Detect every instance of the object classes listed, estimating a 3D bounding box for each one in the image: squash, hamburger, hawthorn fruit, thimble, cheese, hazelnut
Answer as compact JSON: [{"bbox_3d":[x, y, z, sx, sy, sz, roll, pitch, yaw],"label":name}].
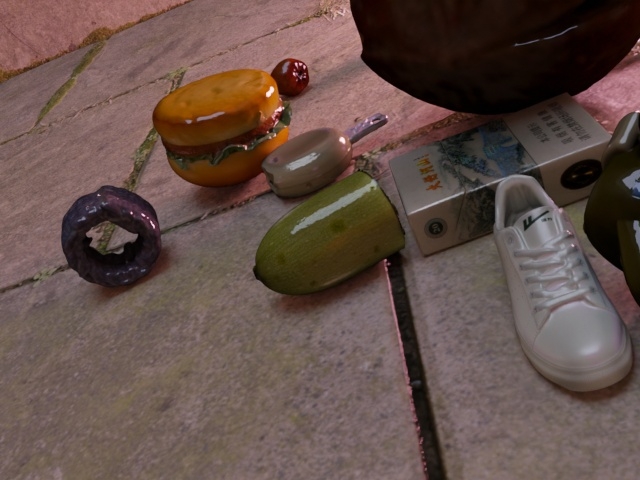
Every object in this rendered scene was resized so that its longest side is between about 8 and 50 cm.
[{"bbox_3d":[0.000,0.000,0.938,0.186,0.123,0.123,-27,29,-6],"label":"squash"},{"bbox_3d":[-0.163,-0.184,1.308,0.246,0.170,0.246,-10,34,7],"label":"hamburger"},{"bbox_3d":[-0.074,-0.347,1.602,0.093,0.081,0.081,2,39,43],"label":"hawthorn fruit"},{"bbox_3d":[-0.323,-0.006,1.164,0.150,0.150,0.098,-28,26,-5],"label":"thimble"},{"bbox_3d":[0.013,-0.149,1.227,0.227,0.064,0.137,-31,31,-12],"label":"cheese"},{"bbox_3d":[0.257,-0.352,1.079,0.429,0.402,0.402,0,37,25],"label":"hazelnut"}]

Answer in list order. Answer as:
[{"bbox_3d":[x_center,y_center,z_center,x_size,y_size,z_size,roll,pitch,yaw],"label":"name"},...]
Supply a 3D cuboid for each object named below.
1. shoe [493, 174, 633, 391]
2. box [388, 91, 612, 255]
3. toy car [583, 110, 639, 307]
[{"bbox_3d":[0.220,0.028,0.734,0.095,0.110,0.265,-19,27,8],"label":"shoe"},{"bbox_3d":[0.226,-0.089,0.959,0.256,0.069,0.164,-21,29,8],"label":"box"},{"bbox_3d":[0.339,0.005,0.634,0.247,0.204,0.198,16,71,47],"label":"toy car"}]
